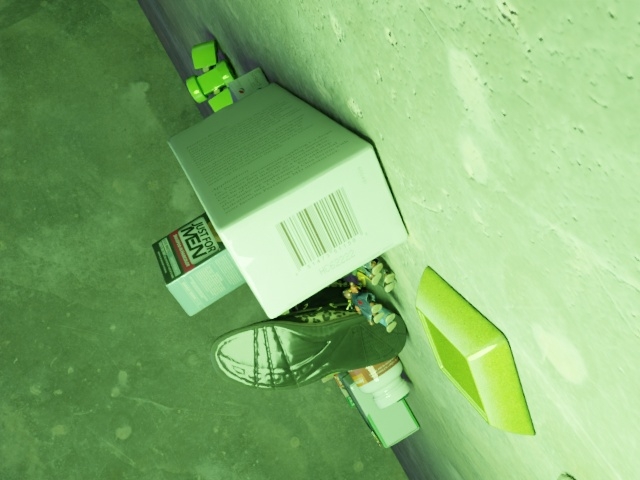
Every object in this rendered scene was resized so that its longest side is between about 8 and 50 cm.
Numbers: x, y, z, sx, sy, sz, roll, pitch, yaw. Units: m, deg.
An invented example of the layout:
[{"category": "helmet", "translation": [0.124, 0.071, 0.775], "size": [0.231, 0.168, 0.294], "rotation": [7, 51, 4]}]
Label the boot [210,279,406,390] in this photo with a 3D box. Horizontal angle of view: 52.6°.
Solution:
[{"category": "boot", "translation": [-0.035, 0.182, 1.353], "size": [0.284, 0.377, 0.138], "rotation": [-126, 25, -77]}]

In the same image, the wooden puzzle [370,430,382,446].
[{"category": "wooden puzzle", "translation": [0.162, 0.576, 1.884], "size": [0.049, 0.006, 0.083], "rotation": [55, 173, 12]}]

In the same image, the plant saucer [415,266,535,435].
[{"category": "plant saucer", "translation": [0.191, 0.153, 0.856], "size": [0.188, 0.045, 0.188], "rotation": [49, 166, 57]}]

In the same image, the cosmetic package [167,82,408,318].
[{"category": "cosmetic package", "translation": [-0.077, -0.092, 1.028], "size": [0.161, 0.230, 0.453], "rotation": [64, 173, -31]}]

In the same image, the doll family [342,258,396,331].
[{"category": "doll family", "translation": [0.078, 0.083, 1.152], "size": [0.111, 0.076, 0.193], "rotation": [26, 128, 41]}]

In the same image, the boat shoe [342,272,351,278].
[{"category": "boat shoe", "translation": [-0.004, 0.000, 1.371], "size": [0.340, 0.127, 0.113], "rotation": [56, -150, -68]}]

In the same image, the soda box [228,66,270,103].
[{"category": "soda box", "translation": [-0.133, -0.267, 1.341], "size": [0.069, 0.074, 0.216], "rotation": [59, 172, 11]}]

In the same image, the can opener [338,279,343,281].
[{"category": "can opener", "translation": [0.070, 0.162, 1.684], "size": [0.186, 0.073, 0.059], "rotation": [67, -175, 35]}]

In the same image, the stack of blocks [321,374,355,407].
[{"category": "stack of blocks", "translation": [0.067, 0.428, 2.266], "size": [0.297, 0.171, 0.087], "rotation": [61, 173, -5]}]

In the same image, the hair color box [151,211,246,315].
[{"category": "hair color box", "translation": [-0.184, -0.008, 1.487], "size": [0.185, 0.374, 0.113], "rotation": [51, 171, 52]}]

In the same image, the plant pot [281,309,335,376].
[{"category": "plant pot", "translation": [-0.002, 0.269, 1.910], "size": [0.276, 0.276, 0.253], "rotation": [91, 160, -76]}]

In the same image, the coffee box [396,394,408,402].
[{"category": "coffee box", "translation": [0.166, 0.332, 1.728], "size": [0.184, 0.040, 0.113], "rotation": [64, 172, -22]}]

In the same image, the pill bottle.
[{"category": "pill bottle", "translation": [0.119, 0.286, 1.550], "size": [0.216, 0.121, 0.121], "rotation": [58, 172, 6]}]

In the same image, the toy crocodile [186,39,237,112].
[{"category": "toy crocodile", "translation": [-0.230, -0.333, 1.609], "size": [0.340, 0.115, 0.105], "rotation": [63, -169, -6]}]

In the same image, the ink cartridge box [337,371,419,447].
[{"category": "ink cartridge box", "translation": [0.167, 0.481, 1.967], "size": [0.211, 0.122, 0.289], "rotation": [60, 173, 1]}]

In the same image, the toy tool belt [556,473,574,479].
[{"category": "toy tool belt", "translation": [0.298, 0.329, 0.778], "size": [0.083, 0.051, 0.052], "rotation": [60, 173, 2]}]
